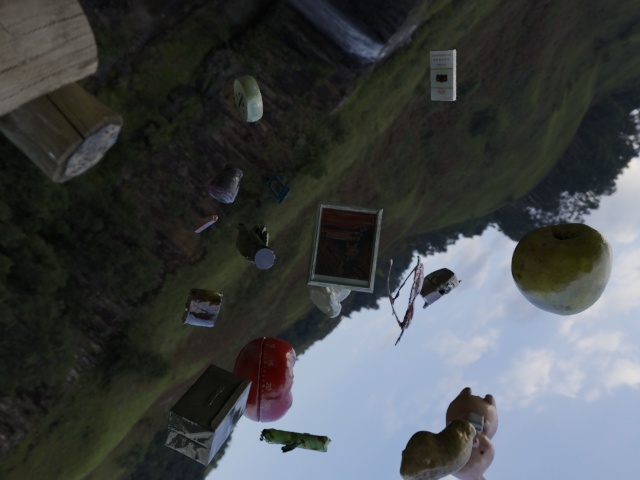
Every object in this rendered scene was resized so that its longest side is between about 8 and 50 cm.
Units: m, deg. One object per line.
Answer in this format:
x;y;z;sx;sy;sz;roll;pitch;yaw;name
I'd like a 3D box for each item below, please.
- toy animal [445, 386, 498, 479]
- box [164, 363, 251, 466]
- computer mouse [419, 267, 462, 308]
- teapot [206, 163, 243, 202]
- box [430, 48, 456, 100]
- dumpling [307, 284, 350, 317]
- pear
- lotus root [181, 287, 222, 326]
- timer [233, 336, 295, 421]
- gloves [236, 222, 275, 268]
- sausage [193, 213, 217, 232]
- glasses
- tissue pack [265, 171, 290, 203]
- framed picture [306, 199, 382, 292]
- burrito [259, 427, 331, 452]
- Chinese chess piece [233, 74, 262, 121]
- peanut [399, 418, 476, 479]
0.500;0.660;1.546;0.256;0.194;0.213;-40;145;-57;toy animal
-0.336;0.518;1.404;0.231;0.148;0.156;-49;157;-61;box
0.479;0.186;1.924;0.199;0.115;0.389;-39;166;1;computer mouse
-0.358;-0.221;1.822;0.116;0.148;0.146;13;-111;41;teapot
0.427;-0.575;1.612;0.089;0.167;0.024;16;-144;40;box
0.035;0.147;1.924;0.243;0.186;0.318;85;10;-48;dumpling
0.796;0.099;1.525;0.304;0.304;0.304;-46;-171;9;pear
-0.423;0.237;1.651;0.235;0.118;0.138;161;-57;-73;lotus root
-0.255;0.638;2.133;0.378;0.278;0.379;-179;-90;-87;timer
-0.217;0.015;1.512;0.107;0.135;0.268;-36;-152;2;gloves
-0.431;-0.064;1.730;0.147;0.035;0.030;-24;179;41;sausage
0.218;0.148;1.239;0.162;0.095;0.256;-61;161;-69;glasses
-0.180;-0.224;1.971;0.027;0.138;0.085;10;126;-45;tissue pack
0.076;0.017;1.463;0.016;0.216;0.274;69;28;-85;framed picture
-0.096;0.787;1.804;0.104;0.287;0.054;-105;-153;-80;burrito
-0.135;-0.263;0.861;0.034;0.084;0.084;-18;179;-19;Chinese chess piece
0.339;0.610;1.338;0.252;0.137;0.122;-18;154;-6;peanut
